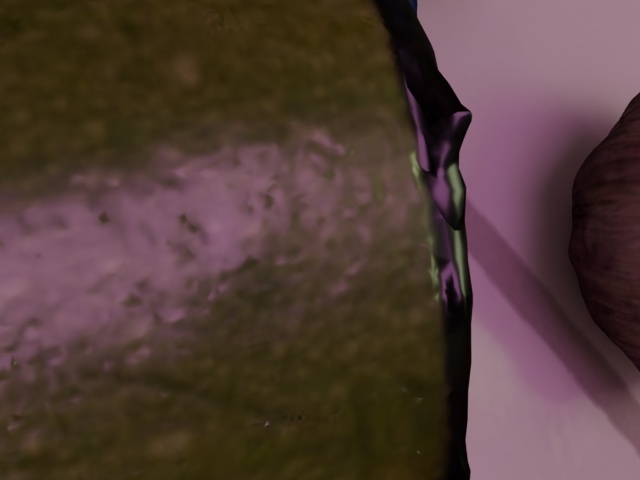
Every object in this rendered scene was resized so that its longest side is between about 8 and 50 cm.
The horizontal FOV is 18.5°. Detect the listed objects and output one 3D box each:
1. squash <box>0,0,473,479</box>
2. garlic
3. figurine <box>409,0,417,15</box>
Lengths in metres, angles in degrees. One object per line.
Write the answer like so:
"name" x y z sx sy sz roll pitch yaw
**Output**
"squash" -0.158 0.027 0.605 0.309 0.310 0.310 -9 87 -30
"garlic" 0.180 -0.004 0.970 0.147 0.102 0.159 -15 103 -51
"figurine" 0.047 -0.246 0.904 0.283 0.204 0.338 7 90 -43
